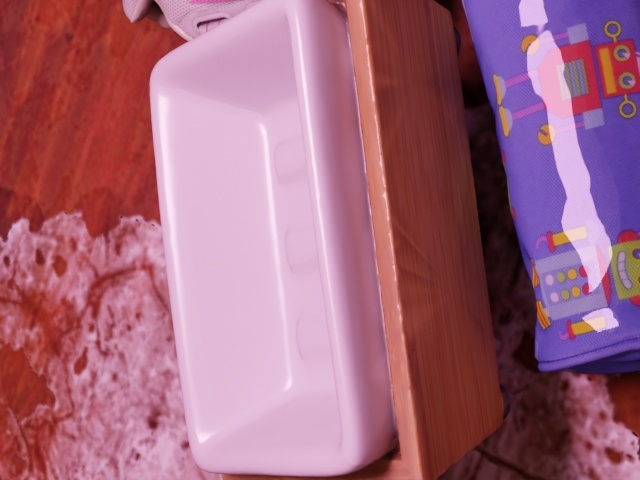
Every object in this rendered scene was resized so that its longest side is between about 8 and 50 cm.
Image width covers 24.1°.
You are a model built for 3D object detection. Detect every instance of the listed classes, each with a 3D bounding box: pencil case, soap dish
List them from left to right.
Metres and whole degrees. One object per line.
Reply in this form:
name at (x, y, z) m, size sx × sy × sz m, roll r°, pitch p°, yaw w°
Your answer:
soap dish at (0.000, 0.000, 0.902) m, size 0.229 × 0.118 × 0.290 m, roll -14°, pitch 81°, yaw 59°
pencil case at (0.151, -0.076, 0.852) m, size 0.119 × 0.133 × 0.306 m, roll -12°, pitch 80°, yaw 8°

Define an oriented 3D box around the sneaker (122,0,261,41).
sneaker at (-0.039, -0.172, 1.008) m, size 0.252 × 0.103 × 0.111 m, roll 19°, pitch 101°, yaw 40°
